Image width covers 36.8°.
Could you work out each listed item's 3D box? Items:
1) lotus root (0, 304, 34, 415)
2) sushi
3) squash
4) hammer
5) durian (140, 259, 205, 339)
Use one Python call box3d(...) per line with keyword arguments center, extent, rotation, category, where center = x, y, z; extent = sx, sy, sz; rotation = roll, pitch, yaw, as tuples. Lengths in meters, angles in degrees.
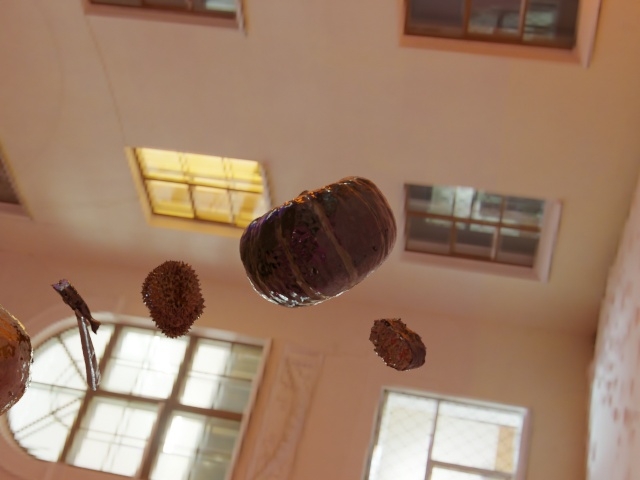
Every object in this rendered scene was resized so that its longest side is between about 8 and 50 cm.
box3d(center=(-0.462, 0.160, 1.203), extent=(0.199, 0.188, 0.180), rotation=(54, 168, -16), category="lotus root")
box3d(center=(0.182, 0.248, 2.287), extent=(0.078, 0.150, 0.090), rotation=(6, -59, -45), category="sushi")
box3d(center=(0.000, 0.000, 1.504), extent=(0.165, 0.252, 0.252), rotation=(60, -162, -5), category="squash")
box3d(center=(-0.364, 0.161, 1.493), extent=(0.027, 0.125, 0.297), rotation=(-31, -25, -23), category="hammer")
box3d(center=(-0.318, 0.119, 2.081), extent=(0.158, 0.137, 0.168), rotation=(-53, 45, 39), category="durian")
